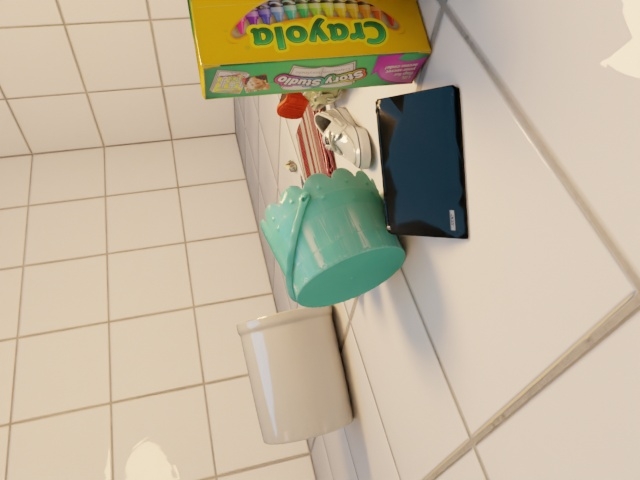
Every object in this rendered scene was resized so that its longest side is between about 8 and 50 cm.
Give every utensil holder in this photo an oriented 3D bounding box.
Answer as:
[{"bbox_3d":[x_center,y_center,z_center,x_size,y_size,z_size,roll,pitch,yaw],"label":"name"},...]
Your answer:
[{"bbox_3d":[-0.078,0.429,1.713,0.327,0.327,0.386,129,129,-73],"label":"utensil holder"}]

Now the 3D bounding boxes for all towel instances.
[{"bbox_3d":[-0.018,-0.273,1.617,0.329,0.037,0.237,152,106,-78],"label":"towel"}]

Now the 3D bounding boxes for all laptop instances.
[{"bbox_3d":[0.174,-0.136,0.916,0.264,0.136,0.235,-44,-51,-74],"label":"laptop"}]

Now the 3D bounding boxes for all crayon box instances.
[{"bbox_3d":[-0.035,-0.405,0.858,0.106,0.362,0.314,119,140,-69],"label":"crayon box"}]

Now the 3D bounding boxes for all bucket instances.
[{"bbox_3d":[0.029,0.005,1.078,0.281,0.280,0.183,104,147,-59],"label":"bucket"}]

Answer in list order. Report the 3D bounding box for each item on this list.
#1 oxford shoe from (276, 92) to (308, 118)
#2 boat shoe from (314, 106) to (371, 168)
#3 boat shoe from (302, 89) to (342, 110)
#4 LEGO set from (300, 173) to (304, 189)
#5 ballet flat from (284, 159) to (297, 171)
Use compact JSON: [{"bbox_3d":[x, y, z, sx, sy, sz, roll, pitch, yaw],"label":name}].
[{"bbox_3d":[-0.076,-0.467,1.654,0.271,0.096,0.099,147,131,-69],"label":"oxford shoe"},{"bbox_3d":[0.047,-0.240,1.236,0.258,0.084,0.095,-118,23,-55],"label":"boat shoe"},{"bbox_3d":[0.018,-0.387,1.286,0.094,0.109,0.302,59,175,-13],"label":"boat shoe"},{"bbox_3d":[0.000,0.000,1.357,0.255,0.191,0.332,139,121,-75],"label":"LEGO set"},{"bbox_3d":[-0.121,-0.291,2.036,0.114,0.041,0.041,-132,35,-68],"label":"ballet flat"}]
